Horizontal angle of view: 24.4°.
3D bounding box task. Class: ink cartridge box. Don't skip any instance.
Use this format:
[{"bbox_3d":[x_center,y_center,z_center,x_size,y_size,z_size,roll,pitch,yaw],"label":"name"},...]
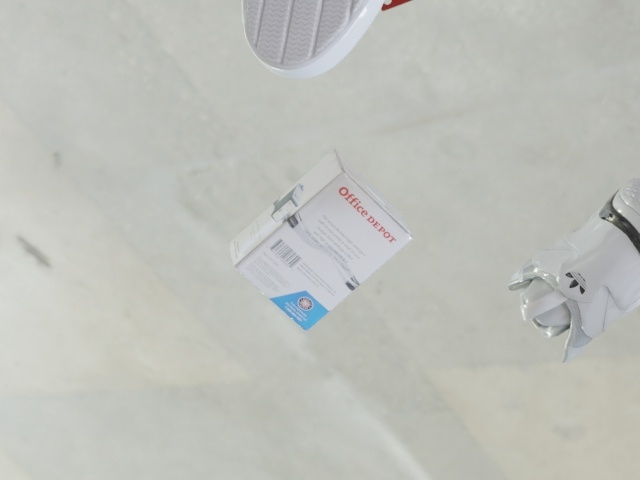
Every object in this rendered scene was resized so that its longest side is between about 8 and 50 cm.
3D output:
[{"bbox_3d":[0.000,0.000,1.901,0.190,0.082,0.139,-42,115,11],"label":"ink cartridge box"}]

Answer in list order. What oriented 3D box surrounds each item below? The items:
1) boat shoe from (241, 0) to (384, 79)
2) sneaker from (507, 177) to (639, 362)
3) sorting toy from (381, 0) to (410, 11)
[{"bbox_3d":[0.031,-0.277,1.226,0.121,0.335,0.119,15,167,16],"label":"boat shoe"},{"bbox_3d":[0.348,0.034,1.801,0.137,0.210,0.366,55,-168,13],"label":"sneaker"},{"bbox_3d":[0.097,-0.426,1.895,0.132,0.046,0.275,-22,88,15],"label":"sorting toy"}]
